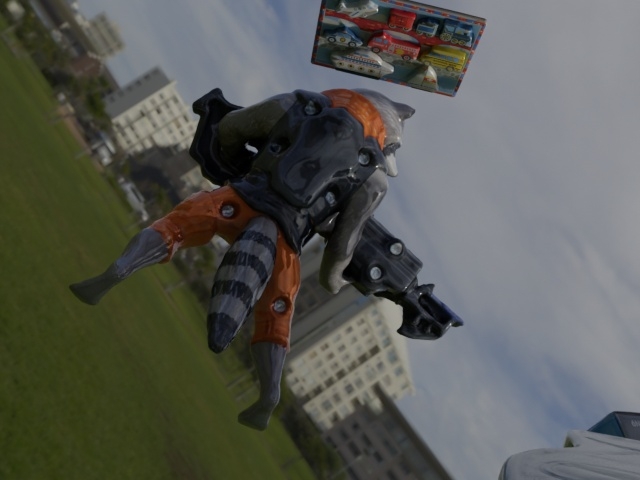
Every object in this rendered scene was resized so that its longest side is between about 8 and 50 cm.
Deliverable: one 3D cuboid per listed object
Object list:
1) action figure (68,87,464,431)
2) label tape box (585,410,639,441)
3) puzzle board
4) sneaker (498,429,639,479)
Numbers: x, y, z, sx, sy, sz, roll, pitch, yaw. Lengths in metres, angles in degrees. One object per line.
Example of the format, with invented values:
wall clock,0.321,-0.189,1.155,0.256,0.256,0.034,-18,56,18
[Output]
action figure,0.000,0.000,0.790,0.341,0.330,0.178,35,-26,-6
label tape box,0.238,0.336,0.668,0.241,0.105,0.334,-53,-143,42
puzzle board,0.059,-0.158,0.714,0.128,0.011,0.096,14,-29,-1
sneaker,0.133,0.169,0.391,0.104,0.147,0.295,7,-6,20
